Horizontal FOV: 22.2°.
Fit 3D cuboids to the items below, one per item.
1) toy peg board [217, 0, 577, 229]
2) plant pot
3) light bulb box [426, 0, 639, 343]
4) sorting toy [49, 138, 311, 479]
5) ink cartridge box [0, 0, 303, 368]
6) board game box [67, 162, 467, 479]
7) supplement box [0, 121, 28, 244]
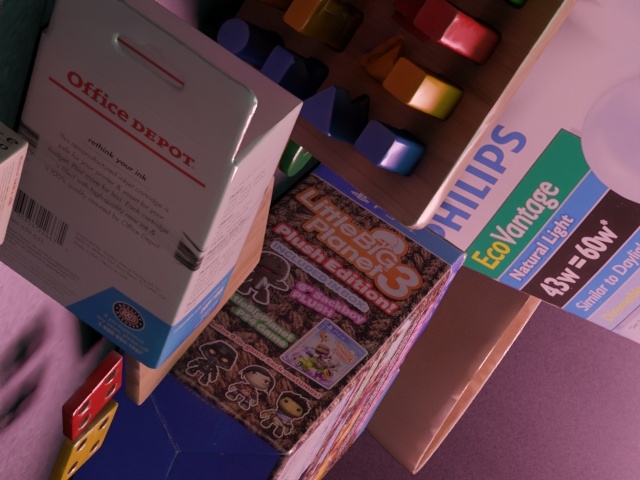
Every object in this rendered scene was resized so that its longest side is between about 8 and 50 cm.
[{"bbox_3d":[0.021,-0.119,0.828,0.160,0.161,0.079,-56,152,10],"label":"toy peg board"},{"bbox_3d":[0.098,0.065,1.637,0.284,0.191,0.284,-53,170,-13],"label":"plant pot"},{"bbox_3d":[0.309,-0.106,1.348,0.358,0.361,0.225,122,-12,-48],"label":"light bulb box"},{"bbox_3d":[-0.096,0.028,1.026,0.274,0.046,0.132,-51,169,-23],"label":"sorting toy"},{"bbox_3d":[-0.077,-0.039,0.727,0.060,0.104,0.180,-45,166,-45],"label":"ink cartridge box"},{"bbox_3d":[-0.046,0.115,1.264,0.291,0.141,0.232,-44,165,-49],"label":"board game box"},{"bbox_3d":[-0.162,-0.005,0.635,0.098,0.036,0.062,-45,165,-46],"label":"supplement box"}]
